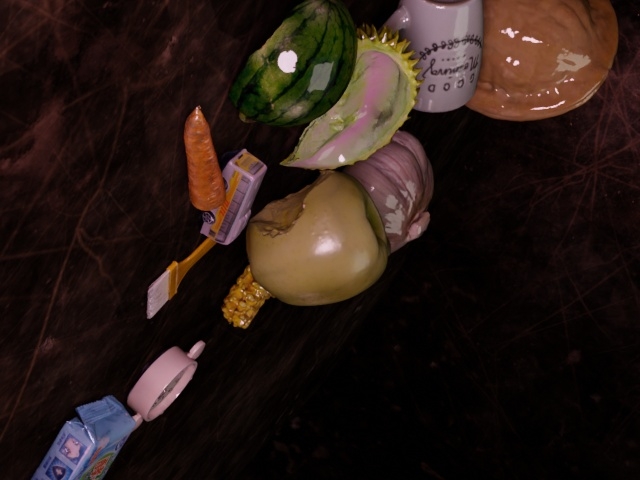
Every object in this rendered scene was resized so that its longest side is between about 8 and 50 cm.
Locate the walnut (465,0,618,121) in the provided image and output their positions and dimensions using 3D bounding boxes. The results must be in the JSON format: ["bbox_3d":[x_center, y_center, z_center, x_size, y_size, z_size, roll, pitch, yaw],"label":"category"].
[{"bbox_3d":[0.423,-0.425,1.882,0.383,0.384,0.383,-51,168,-16],"label":"walnut"}]

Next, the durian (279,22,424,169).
[{"bbox_3d":[0.061,-0.240,1.536,0.169,0.157,0.355,-35,162,-37],"label":"durian"}]

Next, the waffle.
[{"bbox_3d":[-0.135,0.105,1.939,0.193,0.070,0.197,-51,167,-18],"label":"waffle"}]

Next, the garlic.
[{"bbox_3d":[0.147,-0.111,2.110,0.321,0.241,0.322,-61,-172,15],"label":"garlic"}]

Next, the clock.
[{"bbox_3d":[-0.317,0.283,1.762,0.229,0.063,0.155,-49,170,-12],"label":"clock"}]

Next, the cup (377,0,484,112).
[{"bbox_3d":[0.185,-0.375,1.659,0.258,0.186,0.234,-21,146,-14],"label":"cup"}]

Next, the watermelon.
[{"bbox_3d":[-0.025,-0.240,1.271,0.232,0.127,0.204,-51,172,14],"label":"watermelon"}]

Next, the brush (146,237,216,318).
[{"bbox_3d":[-0.212,0.023,1.550,0.272,0.013,0.103,-48,167,-31],"label":"brush"}]

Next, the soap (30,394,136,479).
[{"bbox_3d":[-0.444,0.413,1.586,0.293,0.077,0.156,-57,168,16],"label":"soap"}]

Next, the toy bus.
[{"bbox_3d":[-0.143,-0.068,1.424,0.057,0.072,0.172,-48,168,-47],"label":"toy bus"}]

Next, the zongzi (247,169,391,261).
[{"bbox_3d":[0.005,0.024,1.900,0.274,0.250,0.125,-46,-153,-15],"label":"zongzi"}]

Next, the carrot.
[{"bbox_3d":[-0.169,-0.117,1.248,0.057,0.057,0.224,-49,164,-21],"label":"carrot"}]

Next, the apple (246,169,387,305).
[{"bbox_3d":[0.000,0.000,1.691,0.279,0.279,0.279,-51,168,-16],"label":"apple"}]
